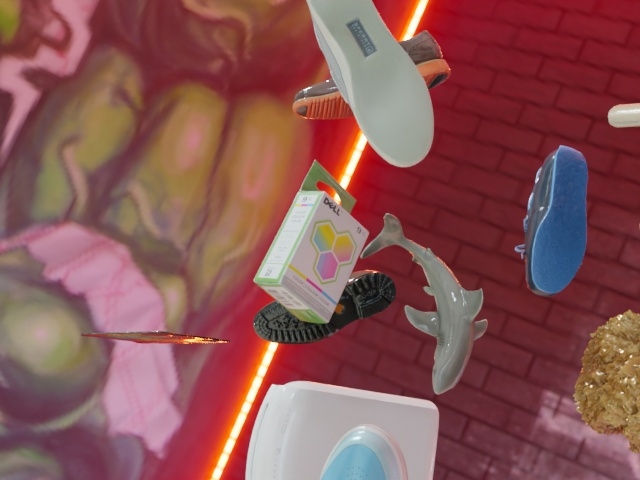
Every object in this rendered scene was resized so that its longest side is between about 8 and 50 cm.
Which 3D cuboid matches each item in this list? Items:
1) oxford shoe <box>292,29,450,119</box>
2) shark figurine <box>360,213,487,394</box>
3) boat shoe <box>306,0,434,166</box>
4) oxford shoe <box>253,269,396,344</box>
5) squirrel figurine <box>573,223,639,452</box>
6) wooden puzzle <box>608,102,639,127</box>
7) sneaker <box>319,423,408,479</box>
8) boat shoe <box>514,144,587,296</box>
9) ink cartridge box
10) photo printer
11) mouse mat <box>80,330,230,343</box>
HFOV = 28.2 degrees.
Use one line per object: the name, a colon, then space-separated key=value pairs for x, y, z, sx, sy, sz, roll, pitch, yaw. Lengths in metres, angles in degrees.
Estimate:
oxford shoe: x=0.074 y=-0.273 z=2.107 sx=0.271 sy=0.098 sz=0.097 roll=-17 pitch=-14 yaw=-12
shark figurine: x=0.193 y=0.074 z=1.941 sx=0.166 sy=0.278 sz=0.116 roll=-22 pitch=-5 yaw=-34
boat shoe: x=0.053 y=-0.177 z=1.325 sx=0.081 sy=0.079 sz=0.228 roll=75 pitch=-10 yaw=-81
oxford shoe: x=0.004 y=0.105 z=1.995 sx=0.227 sy=0.083 sz=0.096 roll=-15 pitch=10 yaw=-3
squirrel figurine: x=0.544 y=0.137 z=1.854 sx=0.281 sy=0.396 sz=0.370 roll=62 pitch=1 yaw=-46
wooden puzzle: x=0.736 y=-0.227 z=2.238 sx=0.347 sy=0.081 sz=0.322 roll=-14 pitch=9 yaw=-36
sneaker: x=0.016 y=0.401 z=1.606 sx=0.127 sy=0.319 sz=0.208 roll=16 pitch=11 yaw=15
boat shoe: x=0.373 y=-0.022 z=2.024 sx=0.109 sy=0.258 sz=0.089 roll=27 pitch=-26 yaw=-13
ink cartridge box: x=0.000 y=0.000 z=1.803 sx=0.062 sy=0.209 sz=0.109 roll=1 pitch=-32 yaw=47
photo printer: x=0.030 y=0.362 z=2.037 sx=0.307 sy=0.256 sz=0.107 roll=12 pitch=-9 yaw=-24
mouse mat: x=-0.241 y=0.145 z=1.881 sx=0.152 sy=0.007 sz=0.189 roll=-3 pitch=-10 yaw=27
